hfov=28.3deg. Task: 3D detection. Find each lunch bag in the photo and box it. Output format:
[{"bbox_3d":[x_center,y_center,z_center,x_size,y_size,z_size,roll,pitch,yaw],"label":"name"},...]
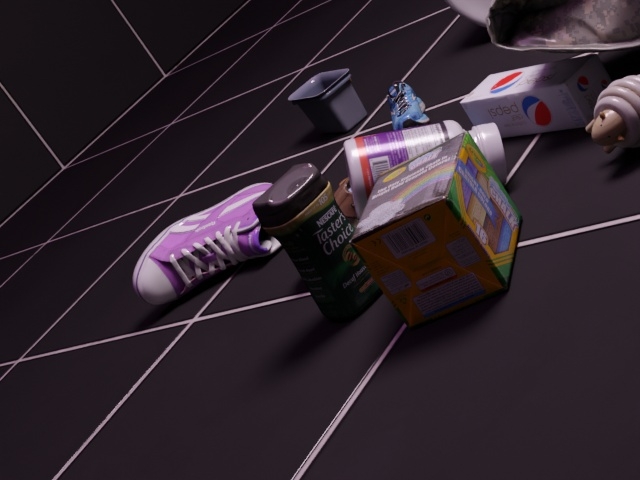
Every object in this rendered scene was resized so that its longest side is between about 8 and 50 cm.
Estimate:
[{"bbox_3d":[0.370,-0.317,1.590,0.287,0.169,0.235,-9,8,38],"label":"lunch bag"}]

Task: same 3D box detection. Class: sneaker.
[{"bbox_3d":[0.128,-0.212,2.023,0.063,0.073,0.162,-31,19,11],"label":"sneaker"},{"bbox_3d":[-0.156,0.008,1.931,0.282,0.102,0.161,-38,22,-9],"label":"sneaker"}]

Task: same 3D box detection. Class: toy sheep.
[{"bbox_3d":[0.360,-0.148,1.460,0.132,0.091,0.091,-38,18,-25],"label":"toy sheep"}]

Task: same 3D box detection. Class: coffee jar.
[{"bbox_3d":[0.000,0.000,1.544,0.096,0.184,0.079,-44,21,-26],"label":"coffee jar"}]

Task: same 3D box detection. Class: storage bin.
[{"bbox_3d":[0.023,-0.245,2.258,0.098,0.091,0.135,-42,21,-20],"label":"storage bin"}]

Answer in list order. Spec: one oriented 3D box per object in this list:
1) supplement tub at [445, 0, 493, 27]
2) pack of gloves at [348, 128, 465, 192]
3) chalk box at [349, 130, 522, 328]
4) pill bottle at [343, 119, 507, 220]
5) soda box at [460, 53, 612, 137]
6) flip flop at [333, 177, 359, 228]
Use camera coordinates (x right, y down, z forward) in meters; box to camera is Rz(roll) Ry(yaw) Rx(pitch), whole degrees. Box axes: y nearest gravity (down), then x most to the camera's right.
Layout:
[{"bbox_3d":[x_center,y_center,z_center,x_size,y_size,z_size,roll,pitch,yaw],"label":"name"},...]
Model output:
[{"bbox_3d":[0.357,-0.539,2.177,0.241,0.241,0.331,-12,29,49],"label":"supplement tub"},{"bbox_3d":[0.112,-0.102,1.827,0.232,0.046,0.195,-35,19,-2],"label":"pack of gloves"},{"bbox_3d":[0.140,-0.024,1.455,0.132,0.132,0.213,-26,19,28],"label":"chalk box"},{"bbox_3d":[0.132,-0.092,1.606,0.193,0.108,0.108,-11,20,0],"label":"pill bottle"},{"bbox_3d":[0.289,-0.189,1.701,0.074,0.069,0.216,-43,21,-25],"label":"soda box"},{"bbox_3d":[0.072,-0.058,1.698,0.277,0.080,0.112,-29,39,7],"label":"flip flop"}]
